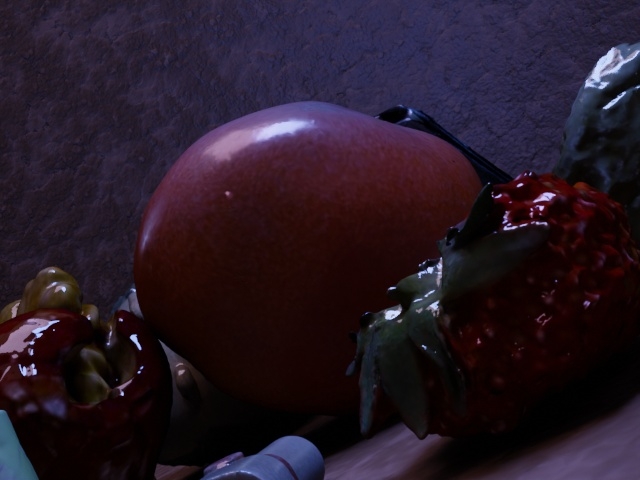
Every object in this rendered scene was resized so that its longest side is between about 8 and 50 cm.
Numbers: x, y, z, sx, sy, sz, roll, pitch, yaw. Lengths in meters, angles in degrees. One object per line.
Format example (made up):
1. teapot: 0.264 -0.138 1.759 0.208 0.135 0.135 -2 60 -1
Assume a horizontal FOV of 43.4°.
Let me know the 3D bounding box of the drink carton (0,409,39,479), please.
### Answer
1. drink carton: -0.221 0.192 0.503 0.146 0.142 0.144 -26 -6 -23

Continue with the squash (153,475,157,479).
1. squash: -0.327 0.347 1.022 0.252 0.049 0.252 -25 -6 -3

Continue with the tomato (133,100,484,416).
1. tomato: 0.000 0.000 0.768 0.341 0.272 0.341 9 19 -3

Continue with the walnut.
1. walnut: -0.238 0.151 0.710 0.222 0.244 0.269 15 -50 -34

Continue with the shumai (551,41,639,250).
1. shumai: 0.358 -0.054 0.760 0.225 0.222 0.260 -51 -33 -11

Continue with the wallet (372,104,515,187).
1. wallet: 0.170 -0.028 0.976 0.379 0.046 0.191 31 -39 -30

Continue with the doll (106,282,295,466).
1. doll: -0.105 0.144 1.008 0.247 0.247 0.349 -29 -21 28

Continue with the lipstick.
1. lipstick: -0.029 0.143 0.470 0.063 0.057 0.186 -27 -8 8

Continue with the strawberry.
1. strawberry: 0.122 0.051 0.478 0.174 0.098 0.228 -46 -25 24
